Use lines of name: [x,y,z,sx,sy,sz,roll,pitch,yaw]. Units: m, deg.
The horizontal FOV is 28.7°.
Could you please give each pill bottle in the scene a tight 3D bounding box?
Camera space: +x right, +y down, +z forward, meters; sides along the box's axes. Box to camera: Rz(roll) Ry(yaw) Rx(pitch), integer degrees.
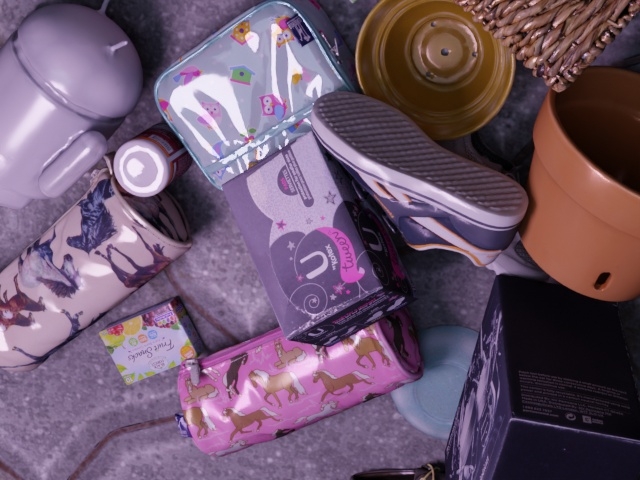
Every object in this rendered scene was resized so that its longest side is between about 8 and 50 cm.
pill bottle: [-0.235,-0.124,1.826,0.086,0.152,0.086,5,109,14]

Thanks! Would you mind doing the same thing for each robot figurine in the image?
robot figurine: [-0.395,-0.200,1.819,0.353,0.200,0.300,-46,57,23]

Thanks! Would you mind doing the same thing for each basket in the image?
basket: [0.288,-0.348,1.521,0.223,0.299,0.213,41,113,-1]

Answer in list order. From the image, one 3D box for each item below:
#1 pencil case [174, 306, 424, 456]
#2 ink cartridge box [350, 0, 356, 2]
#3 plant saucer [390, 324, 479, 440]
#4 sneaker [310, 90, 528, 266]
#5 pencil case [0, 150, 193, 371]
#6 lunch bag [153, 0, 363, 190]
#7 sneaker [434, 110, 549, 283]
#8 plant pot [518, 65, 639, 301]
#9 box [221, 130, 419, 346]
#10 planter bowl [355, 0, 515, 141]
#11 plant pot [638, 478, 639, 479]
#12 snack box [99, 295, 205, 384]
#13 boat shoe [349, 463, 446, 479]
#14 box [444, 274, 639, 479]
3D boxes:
pencil case: [-0.034,0.195,1.877,0.386,0.167,0.160,-23,69,21]
ink cartridge box: [0.114,-0.420,1.623,0.219,0.160,0.092,-35,97,24]
plant saucer: [0.194,0.224,1.884,0.195,0.037,0.195,5,108,15]
sneaker: [0.114,-0.074,1.659,0.321,0.126,0.127,34,138,19]
pencil case: [-0.388,0.044,1.923,0.410,0.160,0.183,-37,85,23]
lunch bag: [-0.077,-0.208,1.777,0.279,0.108,0.224,-30,98,22]
sneaker: [0.243,-0.057,1.738,0.115,0.105,0.281,-34,96,23]
plant pot: [0.389,-0.058,1.620,0.291,0.291,0.203,27,129,6]
box: [0.000,0.000,1.716,0.163,0.142,0.247,-30,71,19]
planter bowl: [0.163,-0.251,1.704,0.217,0.090,0.217,5,110,15]
plant pot: [0.456,0.520,1.786,0.280,0.323,0.323,29,114,-12]
snack box: [-0.269,0.160,1.994,0.141,0.037,0.100,-23,102,21]
boat shoe: [0.153,0.384,1.925,0.227,0.081,0.069,-11,109,22]
box: [0.288,0.280,1.681,0.179,0.312,0.343,11,122,-1]
